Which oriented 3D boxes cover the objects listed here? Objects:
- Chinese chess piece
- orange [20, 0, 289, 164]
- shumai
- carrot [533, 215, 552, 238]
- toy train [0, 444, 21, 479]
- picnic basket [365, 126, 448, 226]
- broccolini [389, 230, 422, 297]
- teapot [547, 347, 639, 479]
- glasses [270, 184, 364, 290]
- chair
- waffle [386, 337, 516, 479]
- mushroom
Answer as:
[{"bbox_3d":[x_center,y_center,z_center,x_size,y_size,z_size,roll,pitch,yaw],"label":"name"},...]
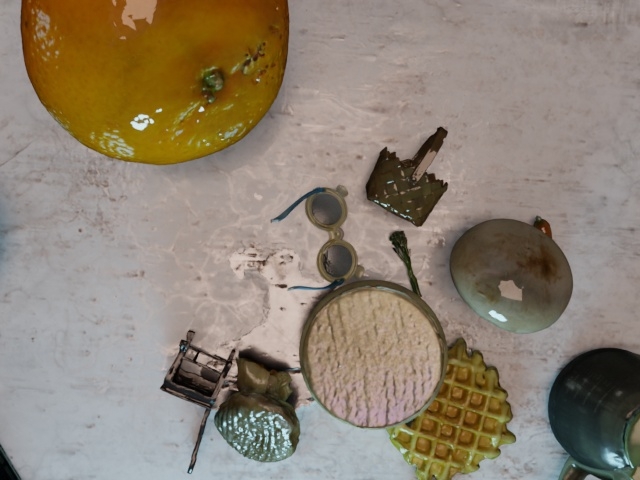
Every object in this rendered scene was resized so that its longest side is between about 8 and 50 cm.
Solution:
[{"bbox_3d":[0.095,0.206,1.114,0.270,0.112,0.269,-1,84,8],"label":"Chinese chess piece"},{"bbox_3d":[-0.241,-0.309,0.958,0.424,0.424,0.326,-42,62,0],"label":"orange"},{"bbox_3d":[-0.106,0.306,1.126,0.162,0.209,0.152,14,48,2],"label":"shumai"},{"bbox_3d":[0.440,0.017,1.188,0.035,0.035,0.142,-17,99,-2],"label":"carrot"},{"bbox_3d":[-0.632,0.443,1.134,0.088,0.086,0.406,-28,92,5],"label":"toy train"},{"bbox_3d":[0.173,-0.131,1.122,0.138,0.128,0.178,29,108,-6],"label":"picnic basket"},{"bbox_3d":[0.165,0.048,1.182,0.035,0.030,0.139,-15,97,7],"label":"broccolini"},{"bbox_3d":[0.531,0.352,1.099,0.322,0.239,0.239,-30,92,0],"label":"teapot"},{"bbox_3d":[-0.026,0.004,1.098,0.088,0.221,0.189,-9,94,37],"label":"glasses"},{"bbox_3d":[-0.244,0.300,1.132,0.113,0.106,0.229,23,90,-4],"label":"chair"},{"bbox_3d":[0.246,0.330,1.179,0.250,0.056,0.261,-30,91,-1],"label":"waffle"},{"bbox_3d":[0.344,0.069,1.115,0.227,0.226,0.178,13,132,-3],"label":"mushroom"}]
